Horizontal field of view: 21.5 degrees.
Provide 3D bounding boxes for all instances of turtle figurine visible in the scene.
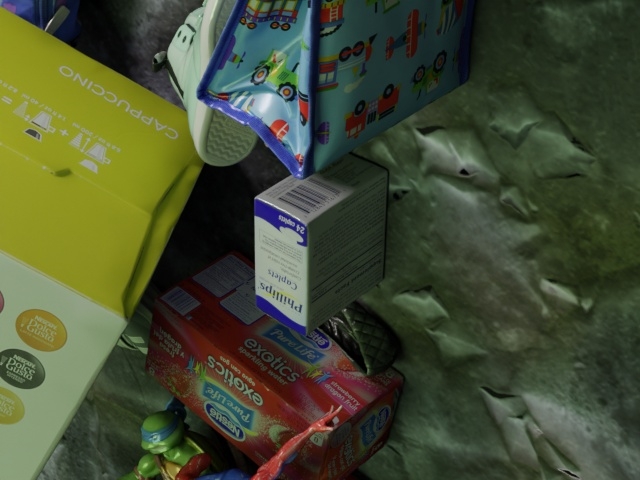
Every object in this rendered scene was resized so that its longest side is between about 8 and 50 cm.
[{"bbox_3d":[-0.167,0.349,1.985,0.198,0.274,0.266,-21,127,20],"label":"turtle figurine"}]

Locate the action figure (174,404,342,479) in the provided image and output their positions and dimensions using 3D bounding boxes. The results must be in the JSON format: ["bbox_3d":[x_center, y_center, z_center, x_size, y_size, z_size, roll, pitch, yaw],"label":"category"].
[{"bbox_3d":[-0.040,0.238,1.696,0.091,0.139,0.280,58,161,-10],"label":"action figure"}]

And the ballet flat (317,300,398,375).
[{"bbox_3d":[0.008,0.077,1.754,0.173,0.049,0.057,36,128,23],"label":"ballet flat"}]

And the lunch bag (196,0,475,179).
[{"bbox_3d":[0.039,-0.230,1.371,0.138,0.221,0.293,39,138,22],"label":"lunch bag"}]

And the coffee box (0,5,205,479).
[{"bbox_3d":[-0.352,0.002,1.735,0.338,0.338,0.334,29,128,-7],"label":"coffee box"}]

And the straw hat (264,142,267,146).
[{"bbox_3d":[-0.006,-0.151,1.596,0.061,0.144,0.144,14,139,-12],"label":"straw hat"}]

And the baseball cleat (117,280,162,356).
[{"bbox_3d":[-0.191,0.115,1.992,0.206,0.072,0.109,52,149,23],"label":"baseball cleat"}]

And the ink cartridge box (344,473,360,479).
[{"bbox_3d":[-0.003,0.416,1.790,0.272,0.309,0.130,33,137,21],"label":"ink cartridge box"}]

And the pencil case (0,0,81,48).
[{"bbox_3d":[-0.303,-0.330,1.750,0.133,0.119,0.306,51,145,36],"label":"pencil case"}]

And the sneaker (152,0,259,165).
[{"bbox_3d":[-0.095,-0.216,1.619,0.151,0.094,0.256,60,142,44],"label":"sneaker"}]

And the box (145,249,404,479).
[{"bbox_3d":[-0.053,0.144,1.804,0.257,0.128,0.122,36,137,24],"label":"box"}]

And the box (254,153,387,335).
[{"bbox_3d":[0.000,0.000,1.650,0.072,0.126,0.137,26,132,31],"label":"box"}]
